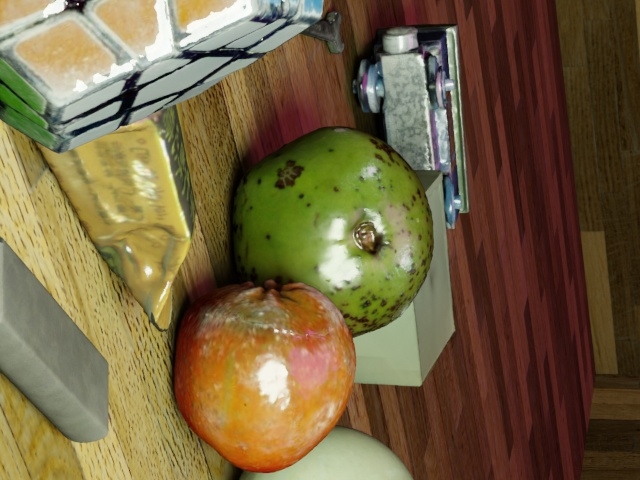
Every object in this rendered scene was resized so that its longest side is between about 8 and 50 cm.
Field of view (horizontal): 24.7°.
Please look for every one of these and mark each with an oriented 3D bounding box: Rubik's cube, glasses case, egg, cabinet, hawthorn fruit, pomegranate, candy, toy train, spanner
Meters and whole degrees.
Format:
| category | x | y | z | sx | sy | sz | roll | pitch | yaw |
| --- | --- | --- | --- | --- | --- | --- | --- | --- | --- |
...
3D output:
| category | x | y | z | sx | sy | sz | roll | pitch | yaw |
| --- | --- | --- | --- | --- | --- | --- | --- | --- | --- |
| Rubik's cube | -0.141 | -0.211 | 0.865 | 0.319 | 0.264 | 0.319 | 1 | 90 | -72 |
| glasses case | -0.201 | 0.075 | 1.037 | 0.190 | 0.042 | 0.072 | 63 | 25 | -54 |
| egg | 0.009 | 0.277 | 1.443 | 0.253 | 0.186 | 0.186 | 43 | 49 | -63 |
| cabinet | 0.059 | 0.040 | 1.666 | 0.145 | 0.150 | 0.206 | -48 | 135 | -59 |
| hawthorn fruit | -0.050 | 0.120 | 1.308 | 0.173 | 0.173 | 0.173 | -1 | 90 | -72 |
| pomegranate | 0.000 | 0.000 | 1.479 | 0.248 | 0.214 | 0.214 | 160 | -67 | -69 |
| candy | -0.146 | -0.049 | 1.130 | 0.271 | 0.101 | 0.143 | 76 | 16 | -52 |
| toy train | 0.123 | -0.142 | 1.931 | 0.202 | 0.131 | 0.300 | -60 | 146 | -70 |
| spanner | -0.015 | -0.246 | 1.668 | 0.254 | 0.015 | 0.054 | -9 | 100 | -72 |
